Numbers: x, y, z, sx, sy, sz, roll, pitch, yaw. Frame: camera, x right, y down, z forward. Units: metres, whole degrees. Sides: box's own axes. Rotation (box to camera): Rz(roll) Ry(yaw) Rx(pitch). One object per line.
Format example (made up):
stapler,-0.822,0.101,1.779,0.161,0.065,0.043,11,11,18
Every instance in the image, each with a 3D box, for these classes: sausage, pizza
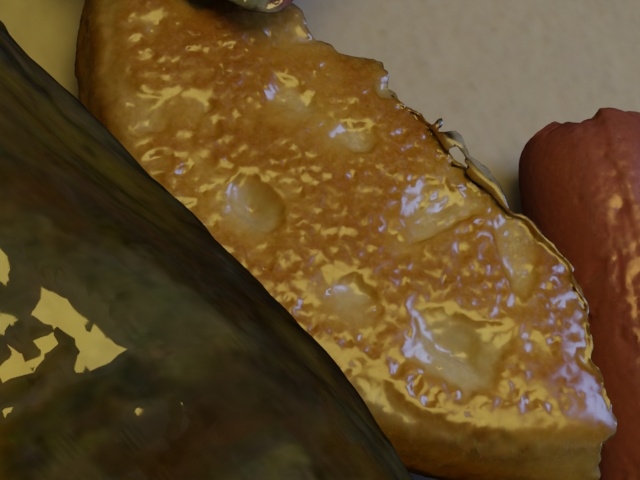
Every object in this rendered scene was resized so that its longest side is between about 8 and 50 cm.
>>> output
sausage,0.112,0.024,0.634,0.062,0.062,0.154,-2,65,-19
pizza,0.000,0.000,0.610,0.246,0.058,0.127,35,63,6

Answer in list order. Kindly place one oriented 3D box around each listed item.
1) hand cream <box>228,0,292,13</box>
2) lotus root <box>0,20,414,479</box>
hand cream,0.024,-0.209,0.707,0.124,0.078,0.341,26,57,21
lotus root,-0.107,0.088,0.426,0.346,0.250,0.250,46,60,7
